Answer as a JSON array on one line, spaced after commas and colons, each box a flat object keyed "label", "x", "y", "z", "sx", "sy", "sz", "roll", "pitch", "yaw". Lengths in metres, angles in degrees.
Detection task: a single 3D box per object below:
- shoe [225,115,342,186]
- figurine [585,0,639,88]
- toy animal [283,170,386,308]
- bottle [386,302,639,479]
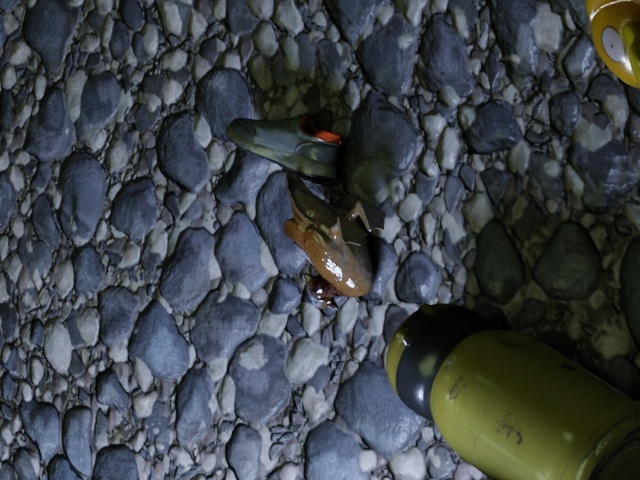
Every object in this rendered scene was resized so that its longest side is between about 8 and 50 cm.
[{"label": "shoe", "x": -0.044, "y": -0.139, "z": 2.176, "sx": 0.194, "sy": 0.074, "sz": 0.077, "roll": 29, "pitch": 101, "yaw": 37}, {"label": "figurine", "x": 0.395, "y": -0.238, "z": 1.672, "sx": 0.228, "sy": 0.215, "sz": 0.215, "roll": -41, "pitch": 64, "yaw": 22}, {"label": "toy animal", "x": 0.000, "y": 0.000, "z": 2.122, "sx": 0.188, "sy": 0.089, "sz": 0.179, "roll": 51, "pitch": 139, "yaw": 7}, {"label": "bottle", "x": 0.223, "y": 0.191, "z": 1.863, "sx": 0.351, "sy": 0.171, "sz": 0.171, "roll": 34, "pitch": 116, "yaw": 41}]
